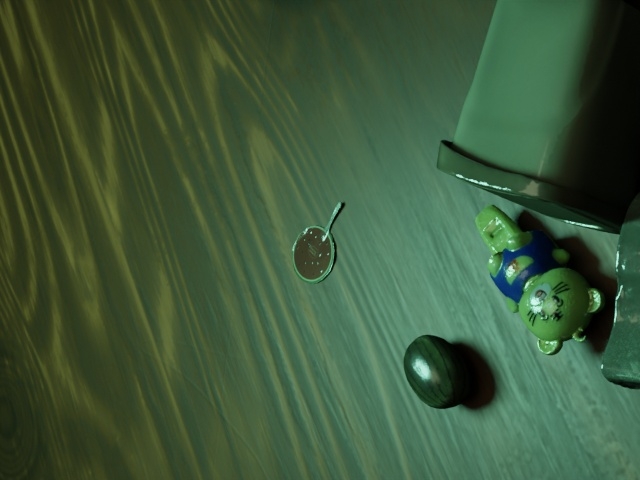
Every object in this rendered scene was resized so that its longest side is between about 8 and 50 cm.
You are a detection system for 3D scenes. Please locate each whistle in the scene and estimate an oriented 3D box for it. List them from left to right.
[{"bbox_3d":[0.262,0.040,1.806,0.105,0.085,0.227,-46,56,18],"label":"whistle"}]

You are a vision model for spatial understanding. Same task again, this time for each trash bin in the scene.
[{"bbox_3d":[0.282,-0.156,1.734,0.219,0.220,0.250,12,86,41],"label":"trash bin"}]

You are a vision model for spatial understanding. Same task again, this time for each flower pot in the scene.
[{"bbox_3d":[0.401,0.062,1.660,0.108,0.103,0.229,7,87,40],"label":"flower pot"}]

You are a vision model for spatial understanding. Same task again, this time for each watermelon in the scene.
[{"bbox_3d":[0.149,0.169,1.902,0.078,0.078,0.110,-54,53,24],"label":"watermelon"}]

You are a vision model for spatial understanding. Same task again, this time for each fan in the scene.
[{"bbox_3d":[0.000,0.000,2.108,0.085,0.005,0.133,44,115,38],"label":"fan"}]
